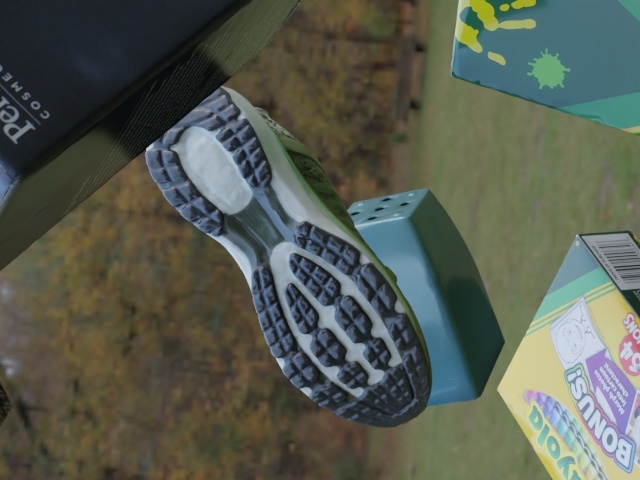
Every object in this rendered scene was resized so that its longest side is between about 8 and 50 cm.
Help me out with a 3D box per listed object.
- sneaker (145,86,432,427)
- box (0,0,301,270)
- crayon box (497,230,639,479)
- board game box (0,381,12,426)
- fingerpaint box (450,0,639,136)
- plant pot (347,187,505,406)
[{"bbox_3d":[0.000,0.000,1.469,0.410,0.158,0.182,56,-152,5],"label":"sneaker"},{"bbox_3d":[-0.211,-0.200,1.005,0.395,0.293,0.212,-46,0,-37],"label":"box"},{"bbox_3d":[0.408,0.223,1.893,0.363,0.106,0.313,61,143,39],"label":"crayon box"},{"bbox_3d":[-0.397,0.092,1.095,0.232,0.141,0.291,-70,-36,-56],"label":"board game box"},{"bbox_3d":[0.392,-0.265,1.377,0.445,0.371,0.163,-44,-33,-45],"label":"fingerpaint box"},{"bbox_3d":[0.107,0.067,1.752,0.165,0.166,0.234,-51,-53,-61],"label":"plant pot"}]
